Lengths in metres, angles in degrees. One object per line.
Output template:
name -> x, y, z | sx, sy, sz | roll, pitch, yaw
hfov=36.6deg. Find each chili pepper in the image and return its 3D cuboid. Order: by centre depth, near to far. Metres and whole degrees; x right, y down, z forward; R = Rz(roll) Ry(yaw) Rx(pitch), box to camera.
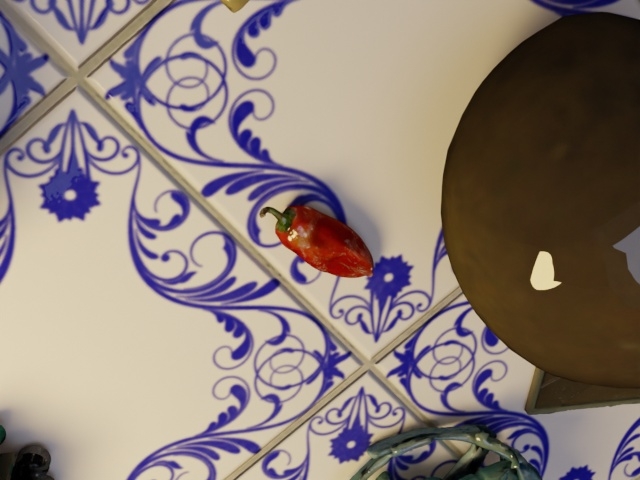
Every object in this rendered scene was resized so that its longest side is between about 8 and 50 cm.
chili pepper -> 0.000, -0.001, 1.050 | 0.059, 0.050, 0.191 | -51, 133, 8

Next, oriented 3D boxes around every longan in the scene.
longan -> 0.309, -0.038, 0.976 | 0.405, 0.336, 0.404 | 6, 80, -34

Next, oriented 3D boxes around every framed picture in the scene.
framed picture -> 0.402, 0.147, 1.291 | 0.250, 0.016, 0.184 | -3, 119, -17

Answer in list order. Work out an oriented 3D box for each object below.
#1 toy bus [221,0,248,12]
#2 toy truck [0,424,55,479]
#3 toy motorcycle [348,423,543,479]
toy bus -> -0.012, -0.375, 0.766 | 0.202, 0.177, 0.365 | 37, 102, -25
toy truck -> -0.353, 0.323, 1.073 | 0.124, 0.114, 0.253 | -3, 120, -2
toy motorcycle -> 0.153, 0.341, 1.245 | 0.260, 0.154, 0.206 | -15, 98, -7
